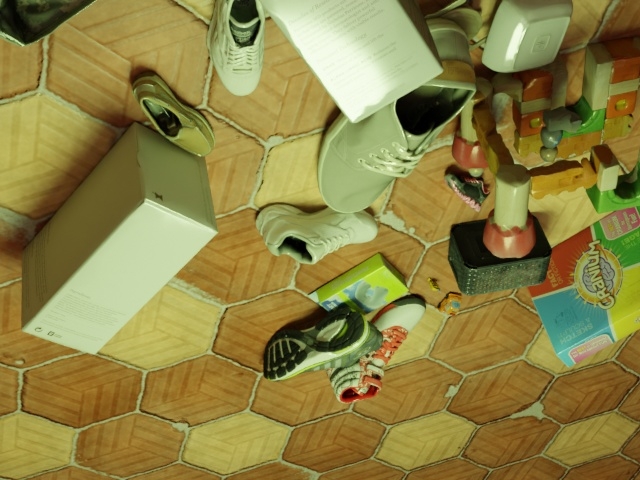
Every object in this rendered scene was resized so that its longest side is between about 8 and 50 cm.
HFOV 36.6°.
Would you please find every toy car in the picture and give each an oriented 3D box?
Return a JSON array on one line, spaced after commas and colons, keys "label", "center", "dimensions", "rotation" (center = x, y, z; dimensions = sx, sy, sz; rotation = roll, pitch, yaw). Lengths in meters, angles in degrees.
[{"label": "toy car", "center": [0.255, 0.129, 2.059], "dimensions": [0.060, 0.040, 0.122], "rotation": [-39, 133, 24]}]

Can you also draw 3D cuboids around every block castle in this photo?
[{"label": "block castle", "center": [0.464, -0.150, 1.625], "dimensions": [0.453, 0.303, 0.213], "rotation": [-12, 139, -2]}]

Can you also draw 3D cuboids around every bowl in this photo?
[{"label": "bowl", "center": [0.340, -0.330, 1.555], "dimensions": [0.142, 0.053, 0.142], "rotation": [-15, 141, -27]}]

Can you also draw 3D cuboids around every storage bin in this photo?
[{"label": "storage bin", "center": [0.352, 0.027, 1.916], "dimensions": [0.180, 0.122, 0.084], "rotation": [-8, 138, -7]}]

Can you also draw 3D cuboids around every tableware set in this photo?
[{"label": "tableware set", "center": [0.165, -0.324, 1.550], "dimensions": [0.194, 0.039, 0.128], "rotation": [-26, 149, 21]}]

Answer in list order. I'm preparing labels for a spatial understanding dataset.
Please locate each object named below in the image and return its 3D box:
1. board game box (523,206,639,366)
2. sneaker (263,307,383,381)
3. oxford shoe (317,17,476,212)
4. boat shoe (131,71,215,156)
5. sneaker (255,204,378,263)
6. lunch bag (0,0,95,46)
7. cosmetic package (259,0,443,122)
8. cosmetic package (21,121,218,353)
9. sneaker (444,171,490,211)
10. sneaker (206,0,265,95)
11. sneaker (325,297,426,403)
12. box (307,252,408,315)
[{"label": "board game box", "center": [0.583, 0.077, 1.948], "dimensions": [0.316, 0.242, 0.064], "rotation": [-33, 134, 19]}, {"label": "sneaker", "center": [0.002, 0.236, 2.022], "dimensions": [0.300, 0.111, 0.121], "rotation": [-22, 143, 35]}, {"label": "oxford shoe", "center": [0.117, -0.171, 1.612], "dimensions": [0.169, 0.130, 0.449], "rotation": [1, 146, -27]}, {"label": "boat shoe", "center": [-0.236, -0.185, 1.557], "dimensions": [0.068, 0.072, 0.190], "rotation": [-32, 136, 18]}, {"label": "sneaker", "center": [0.000, 0.000, 1.791], "dimensions": [0.232, 0.115, 0.090], "rotation": [-2, 137, -14]}, {"label": "lunch bag", "center": [-0.323, -0.403, 1.176], "dimensions": [0.287, 0.235, 0.169], "rotation": [-39, 138, 24]}, {"label": "cosmetic package", "center": [-0.004, -0.372, 1.282], "dimensions": [0.156, 0.217, 0.385], "rotation": [-30, 126, 17]}, {"label": "cosmetic package", "center": [-0.350, 0.003, 1.638], "dimensions": [0.155, 0.197, 0.365], "rotation": [27, 125, -37]}, {"label": "sneaker", "center": [0.278, -0.103, 1.821], "dimensions": [0.057, 0.047, 0.119], "rotation": [-47, 134, 9]}, {"label": "sneaker", "center": [-0.122, -0.301, 1.450], "dimensions": [0.090, 0.095, 0.235], "rotation": [-8, 139, -10]}, {"label": "sneaker", "center": [0.130, 0.244, 2.069], "dimensions": [0.270, 0.145, 0.090], "rotation": [-34, 134, 20]}, {"label": "box", "center": [0.077, 0.106, 1.984], "dimensions": [0.178, 0.042, 0.109], "rotation": [-31, 135, 16]}]
